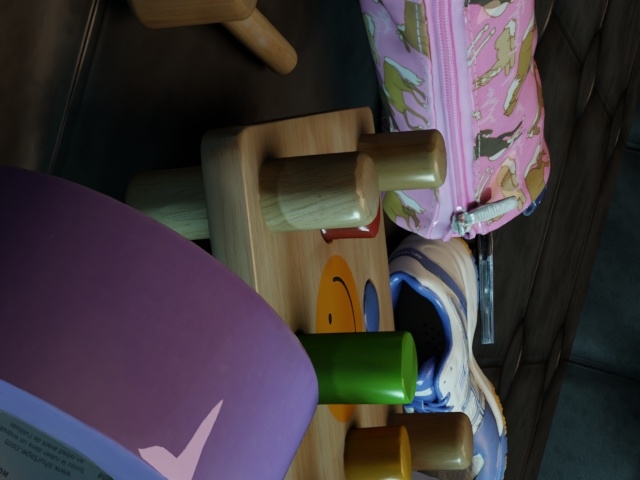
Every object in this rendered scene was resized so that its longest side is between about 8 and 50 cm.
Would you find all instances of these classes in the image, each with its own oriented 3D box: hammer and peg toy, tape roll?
[{"bbox_3d":[0.000,0.000,0.683,0.266,0.127,0.361,-25,110,-72],"label":"hammer and peg toy"},{"bbox_3d":[-0.101,0.061,0.485,0.189,0.189,0.080,77,34,-53],"label":"tape roll"}]

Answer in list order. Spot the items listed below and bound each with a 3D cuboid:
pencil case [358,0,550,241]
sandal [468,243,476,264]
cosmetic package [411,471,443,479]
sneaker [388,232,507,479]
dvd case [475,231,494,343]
[{"bbox_3d":[0.100,-0.162,0.923,0.160,0.167,0.386,-37,146,-17],"label":"pencil case"},{"bbox_3d":[0.182,0.050,1.469,0.179,0.040,0.067,-29,130,-64],"label":"sandal"},{"bbox_3d":[0.030,0.413,1.153,0.197,0.155,0.365,84,27,-47],"label":"cosmetic package"},{"bbox_3d":[0.105,0.143,1.192,0.131,0.112,0.296,-32,112,-61],"label":"sneaker"},{"bbox_3d":[0.176,-0.023,1.319,0.164,0.018,0.221,79,11,-52],"label":"dvd case"}]
